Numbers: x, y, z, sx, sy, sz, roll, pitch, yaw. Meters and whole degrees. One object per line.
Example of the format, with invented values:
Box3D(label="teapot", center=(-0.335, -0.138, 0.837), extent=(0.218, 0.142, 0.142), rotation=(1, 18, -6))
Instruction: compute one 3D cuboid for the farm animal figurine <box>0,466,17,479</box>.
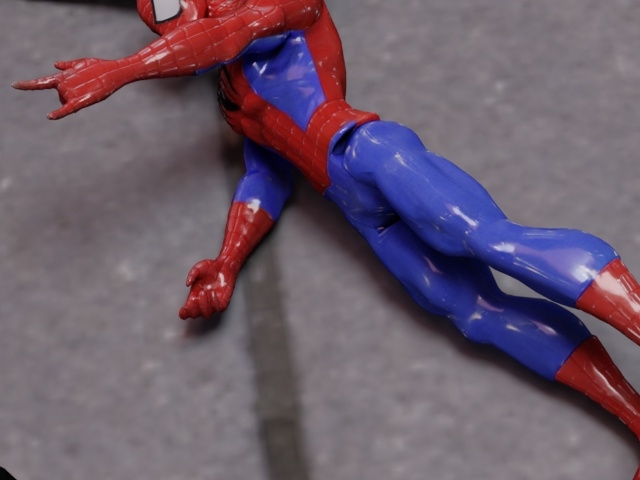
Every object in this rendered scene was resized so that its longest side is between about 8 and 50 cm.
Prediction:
Box3D(label="farm animal figurine", center=(-0.100, 0.250, 0.477), extent=(0.330, 0.172, 0.327), rotation=(-46, 106, -11))

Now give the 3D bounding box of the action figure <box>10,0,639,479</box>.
Box3D(label="action figure", center=(0.000, 0.000, 0.704), extent=(0.139, 0.091, 0.280), rotation=(-30, 60, -25))
